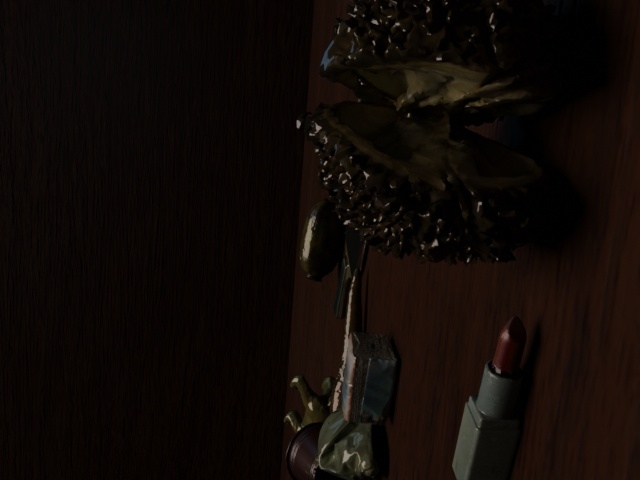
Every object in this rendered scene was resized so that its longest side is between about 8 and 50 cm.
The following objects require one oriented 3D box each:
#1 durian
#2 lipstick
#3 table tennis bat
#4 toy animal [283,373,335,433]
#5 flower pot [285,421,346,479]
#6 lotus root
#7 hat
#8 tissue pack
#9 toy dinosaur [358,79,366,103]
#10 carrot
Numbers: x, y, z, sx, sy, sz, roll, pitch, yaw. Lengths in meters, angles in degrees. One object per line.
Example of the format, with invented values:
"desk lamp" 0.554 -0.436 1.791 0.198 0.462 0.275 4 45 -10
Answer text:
"durian" 0.077 -0.076 0.421 0.196 0.167 0.196 -62 -7 -14
"lipstick" 0.113 0.106 0.431 0.030 0.030 0.129 -99 13 -66
"table tennis bat" 0.054 0.013 1.144 0.173 0.023 0.301 -96 12 -56
"toy animal" -0.006 0.359 1.295 0.101 0.103 0.218 52 141 44
"flower pot" 0.008 0.354 1.052 0.089 0.111 0.111 -172 85 -72
"lotus root" 0.000 0.000 1.363 0.081 0.089 0.179 19 106 39
"hat" 0.043 0.248 0.889 0.122 0.081 0.166 103 179 -48
"tissue pack" 0.058 0.170 0.816 0.074 0.059 0.094 -95 10 -71
"toy dinosaur" 0.074 -0.237 1.007 0.082 0.039 0.208 -96 10 -51
"carrot" 0.047 0.168 1.027 0.049 0.049 0.254 159 117 -84
